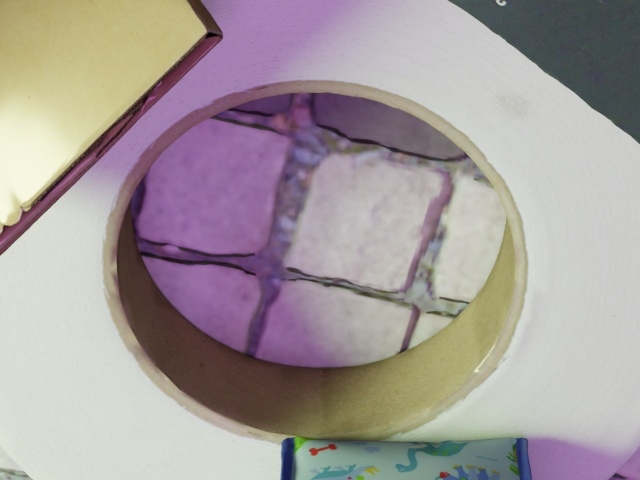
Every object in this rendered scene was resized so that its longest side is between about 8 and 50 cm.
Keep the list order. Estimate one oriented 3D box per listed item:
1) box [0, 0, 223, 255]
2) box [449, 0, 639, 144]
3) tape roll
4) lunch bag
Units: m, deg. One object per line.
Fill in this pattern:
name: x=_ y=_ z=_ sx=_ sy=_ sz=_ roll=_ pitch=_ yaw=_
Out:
box: x=-0.156 y=-0.115 z=0.893 sx=0.164 sy=0.021 sz=0.201 roll=-42 pitch=75 yaw=20
box: x=0.267 y=-0.149 z=0.748 sx=0.312 sy=0.179 sz=0.343 roll=36 pitch=140 yaw=-11
tape roll: x=0.000 y=0.000 z=0.989 sx=0.392 sy=0.072 sz=0.392 roll=0 pitch=118 yaw=1
lunch bag: x=0.041 y=0.161 z=0.951 sx=0.129 sy=0.151 sz=0.096 roll=0 pitch=120 yaw=2
